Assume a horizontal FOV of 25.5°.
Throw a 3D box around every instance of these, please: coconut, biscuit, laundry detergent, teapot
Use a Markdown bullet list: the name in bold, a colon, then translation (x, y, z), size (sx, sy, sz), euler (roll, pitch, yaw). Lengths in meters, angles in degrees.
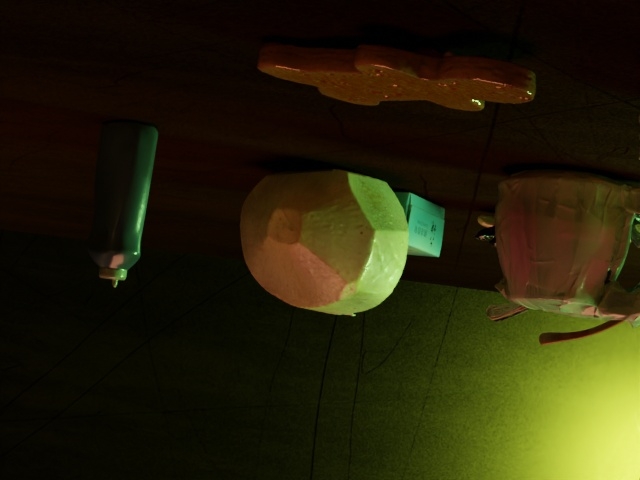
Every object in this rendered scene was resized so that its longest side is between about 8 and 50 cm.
- **coconut**: translation (0.000, 0.000, 1.948), size (0.237, 0.197, 0.237), euler (9, 179, 0)
- **biscuit**: translation (0.077, -0.147, 1.226), size (0.250, 0.036, 0.165), euler (7, 176, 42)
- **laundry detergent**: translation (-0.250, -0.043, 1.775), size (0.061, 0.206, 0.097), euler (12, 171, -40)
- **teapot**: translation (0.321, 0.013, 1.748), size (0.222, 0.178, 0.163), euler (7, 175, -11)

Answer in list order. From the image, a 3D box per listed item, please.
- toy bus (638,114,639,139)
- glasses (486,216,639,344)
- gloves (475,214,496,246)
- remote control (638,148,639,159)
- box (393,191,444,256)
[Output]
- **toy bus**: translation (0.382, -0.046, 1.178), size (0.167, 0.138, 0.275), euler (-24, 161, 21)
- **glasses**: translation (0.403, 0.085, 2.013), size (0.268, 0.118, 0.234), euler (-40, 147, 19)
- **gloves**: translation (0.321, -0.002, 2.117), size (0.181, 0.106, 0.129), euler (36, 175, 16)
- **remote control**: translation (0.320, -0.113, 1.222), size (0.073, 0.044, 0.229), euler (-8, 166, 2)
- **box**: translation (0.054, -0.030, 2.135), size (0.232, 0.083, 0.143), euler (6, 173, 27)
